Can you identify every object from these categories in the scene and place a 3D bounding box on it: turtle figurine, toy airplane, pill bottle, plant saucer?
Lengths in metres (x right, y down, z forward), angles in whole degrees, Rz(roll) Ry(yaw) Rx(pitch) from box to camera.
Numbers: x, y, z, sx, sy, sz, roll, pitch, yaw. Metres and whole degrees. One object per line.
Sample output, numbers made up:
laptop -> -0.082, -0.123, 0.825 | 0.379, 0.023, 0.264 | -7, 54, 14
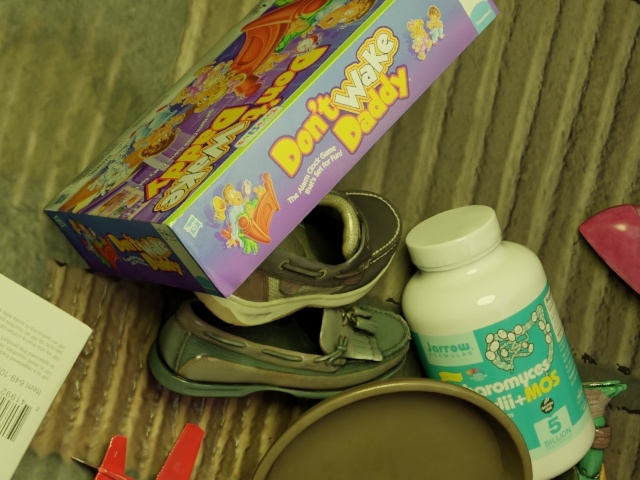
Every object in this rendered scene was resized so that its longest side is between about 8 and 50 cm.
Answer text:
turtle figurine -> 0.302, 0.269, 1.512 | 0.118, 0.175, 0.234 | -4, 88, -13
toy airplane -> -0.155, 0.222, 1.265 | 0.151, 0.028, 0.151 | -2, 94, -35
pill bottle -> 0.169, 0.102, 1.403 | 0.146, 0.146, 0.264 | -31, 110, -28
plant saucer -> 0.063, 0.239, 1.337 | 0.277, 0.041, 0.278 | -6, 120, -10

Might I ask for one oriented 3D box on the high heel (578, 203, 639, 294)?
high heel -> 0.361, 0.070, 1.589 | 0.117, 0.082, 0.244 | -13, 119, -1

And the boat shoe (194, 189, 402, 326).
boat shoe -> 0.000, 0.000, 1.259 | 0.285, 0.092, 0.103 | -16, 66, -53

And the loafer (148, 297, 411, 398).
loafer -> -0.022, 0.088, 1.290 | 0.267, 0.096, 0.084 | -3, 135, -32

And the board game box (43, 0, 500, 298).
board game box -> -0.043, -0.108, 1.190 | 0.347, 0.233, 0.078 | -47, 117, -22

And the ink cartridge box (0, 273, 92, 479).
ink cartridge box -> -0.344, 0.127, 1.028 | 0.198, 0.197, 0.270 | 36, 74, -31
